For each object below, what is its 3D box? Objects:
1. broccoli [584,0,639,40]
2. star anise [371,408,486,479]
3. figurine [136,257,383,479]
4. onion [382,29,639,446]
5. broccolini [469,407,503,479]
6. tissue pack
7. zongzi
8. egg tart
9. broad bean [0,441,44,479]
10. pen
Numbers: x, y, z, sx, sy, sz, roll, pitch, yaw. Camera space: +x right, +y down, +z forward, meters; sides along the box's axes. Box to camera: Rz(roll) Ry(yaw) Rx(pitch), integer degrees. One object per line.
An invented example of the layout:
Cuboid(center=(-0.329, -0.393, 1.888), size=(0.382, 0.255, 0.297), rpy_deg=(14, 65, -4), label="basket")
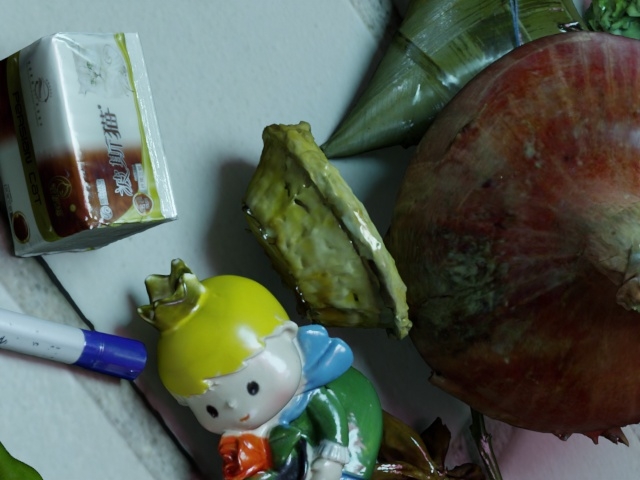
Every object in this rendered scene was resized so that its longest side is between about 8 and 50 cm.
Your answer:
Cuboid(center=(0.309, -0.125, 1.911), size=(0.397, 0.275, 0.353), rpy_deg=(12, 49, -20), label="broccoli")
Cuboid(center=(0.090, 0.216, 1.662), size=(0.168, 0.057, 0.168), rpy_deg=(15, 69, -41), label="star anise")
Cuboid(center=(-0.057, 0.133, 1.511), size=(0.234, 0.127, 0.185), rpy_deg=(42, 56, -41), label="figurine")
Cuboid(center=(0.225, 0.005, 1.622), size=(0.353, 0.353, 0.354), rpy_deg=(16, 66, -40), label="onion")
Cuboid(center=(0.147, 0.183, 1.744), size=(0.044, 0.042, 0.218), rpy_deg=(-10, 88, -5), label="broccolini")
Cuboid(center=(-0.185, -0.072, 1.452), size=(0.099, 0.106, 0.149), rpy_deg=(-7, 81, -45), label="tissue pack")
Cuboid(center=(0.096, -0.203, 1.781), size=(0.125, 0.274, 0.251), rpy_deg=(79, -8, -56), label="zongzi")
Cuboid(center=(-0.001, 0.001, 1.569), size=(0.090, 0.212, 0.212), rpy_deg=(-32, 103, -4), label="egg tart")
Cuboid(center=(-0.264, 0.136, 1.353), size=(0.053, 0.052, 0.256), rpy_deg=(-40, 114, 0), label="broad bean")
Cuboid(center=(-0.241, 0.061, 1.407), size=(0.269, 0.033, 0.033), rpy_deg=(19, 65, -39), label="pen")
